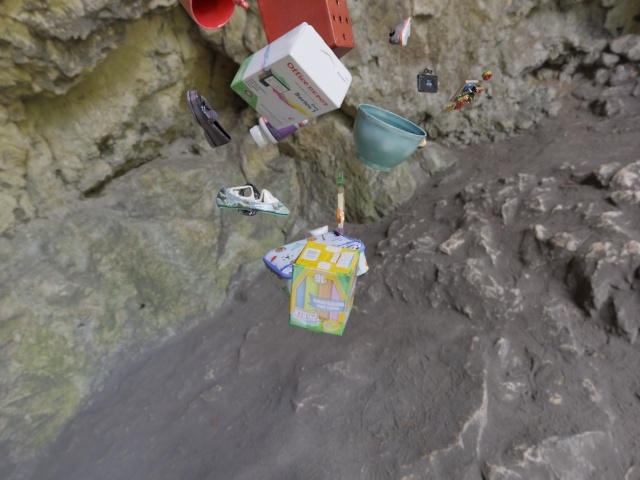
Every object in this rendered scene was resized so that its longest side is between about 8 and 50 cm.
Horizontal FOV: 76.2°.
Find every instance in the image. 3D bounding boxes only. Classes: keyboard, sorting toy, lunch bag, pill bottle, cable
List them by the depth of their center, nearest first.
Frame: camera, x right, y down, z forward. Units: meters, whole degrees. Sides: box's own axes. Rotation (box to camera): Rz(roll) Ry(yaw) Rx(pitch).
[{"bbox_3d":[-0.008,0.068,1.274,0.304,0.114,0.243,-21,21,-22],"label":"lunch bag"},{"bbox_3d":[-0.153,-0.419,1.470,0.194,0.108,0.108,-31,15,11],"label":"pill bottle"},{"bbox_3d":[0.497,-0.743,1.896,0.023,0.108,0.180,11,21,40],"label":"keyboard"},{"bbox_3d":[0.745,-0.738,2.070,0.133,0.046,0.274,-13,-22,-29],"label":"sorting toy"},{"bbox_3d":[-0.380,-0.225,2.214,0.047,0.184,0.151,6,3,44],"label":"cable"}]

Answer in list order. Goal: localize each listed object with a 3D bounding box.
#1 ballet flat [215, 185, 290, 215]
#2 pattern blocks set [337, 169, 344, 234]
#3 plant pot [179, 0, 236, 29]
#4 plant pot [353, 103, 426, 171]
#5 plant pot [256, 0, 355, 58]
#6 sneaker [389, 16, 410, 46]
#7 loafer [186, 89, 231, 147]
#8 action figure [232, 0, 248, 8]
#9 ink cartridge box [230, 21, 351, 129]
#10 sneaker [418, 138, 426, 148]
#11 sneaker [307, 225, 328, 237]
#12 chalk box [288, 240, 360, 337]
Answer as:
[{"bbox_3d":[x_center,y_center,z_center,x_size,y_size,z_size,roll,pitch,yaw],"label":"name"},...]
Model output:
[{"bbox_3d":[-0.163,-0.102,1.019,0.189,0.070,0.070,6,3,-22],"label":"ballet flat"},{"bbox_3d":[0.098,-0.154,1.917,0.026,0.324,0.285,1,34,5],"label":"pattern blocks set"},{"bbox_3d":[-0.586,-1.222,1.994,0.275,0.243,0.275,-39,-20,-17],"label":"plant pot"},{"bbox_3d":[0.253,-0.405,1.670,0.196,0.293,0.293,-66,-4,28],"label":"plant pot"},{"bbox_3d":[-0.028,-0.754,1.463,0.236,0.266,0.267,-5,19,29],"label":"plant pot"},{"bbox_3d":[0.265,-0.705,1.370,0.065,0.061,0.157,8,47,18],"label":"sneaker"},{"bbox_3d":[-0.452,-0.502,1.680,0.095,0.108,0.302,-8,-26,3],"label":"loafer"},{"bbox_3d":[-0.332,-1.079,1.773,0.092,0.280,0.139,-31,-29,26],"label":"action figure"},{"bbox_3d":[-0.085,-0.446,1.150,0.278,0.201,0.117,-2,59,46],"label":"ink cartridge box"},{"bbox_3d":[0.417,-0.428,1.820,0.069,0.084,0.185,-50,34,-3],"label":"sneaker"},{"bbox_3d":[0.000,0.000,1.548,0.080,0.094,0.212,-17,-3,-2],"label":"sneaker"},{"bbox_3d":[0.008,0.131,0.959,0.132,0.212,0.132,10,26,11],"label":"chalk box"}]
